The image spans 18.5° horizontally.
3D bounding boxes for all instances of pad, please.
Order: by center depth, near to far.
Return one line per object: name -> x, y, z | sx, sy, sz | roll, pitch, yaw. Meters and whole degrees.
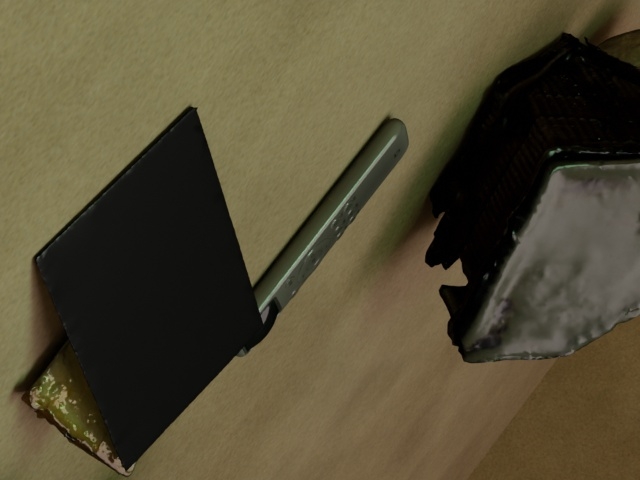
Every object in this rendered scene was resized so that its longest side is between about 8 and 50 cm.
pad -> -0.116, 0.038, 1.419 | 0.170, 0.006, 0.245 | -46, 144, -26

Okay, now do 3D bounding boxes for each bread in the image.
bread -> -0.161, 0.114, 1.451 | 0.084, 0.080, 0.109 | -55, 168, -10

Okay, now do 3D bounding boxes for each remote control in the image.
remote control -> 0.000, 0.000, 1.790 | 0.261, 0.029, 0.067 | -52, 165, -10

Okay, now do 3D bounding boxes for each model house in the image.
model house -> 0.268, -0.046, 2.118 | 0.317, 0.297, 0.282 | -66, -154, 22

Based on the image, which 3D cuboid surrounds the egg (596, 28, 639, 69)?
egg -> 0.367, -0.137, 2.301 | 0.245, 0.203, 0.203 | -48, 167, 18
